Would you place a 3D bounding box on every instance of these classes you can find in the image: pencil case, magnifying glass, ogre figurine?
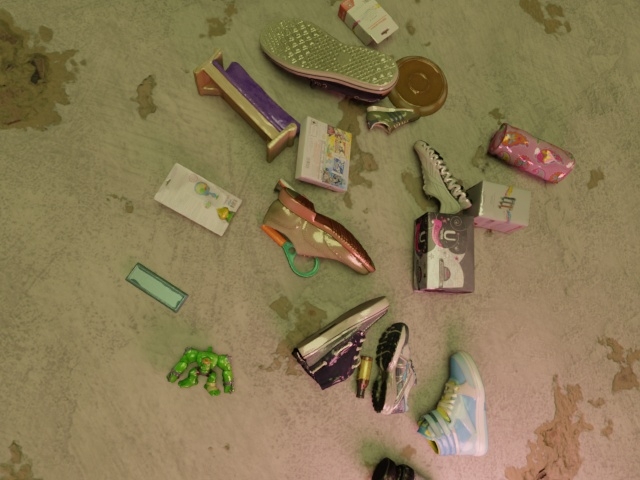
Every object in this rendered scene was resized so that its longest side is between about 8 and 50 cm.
[{"bbox_3d":[0.739,-0.304,1.645,0.284,0.124,0.124,22,78,-4],"label":"pencil case"},{"bbox_3d":[-0.100,0.027,1.519,0.231,0.026,0.092,43,78,2],"label":"magnifying glass"},{"bbox_3d":[-0.346,0.383,1.392,0.196,0.097,0.118,15,96,11],"label":"ogre figurine"}]

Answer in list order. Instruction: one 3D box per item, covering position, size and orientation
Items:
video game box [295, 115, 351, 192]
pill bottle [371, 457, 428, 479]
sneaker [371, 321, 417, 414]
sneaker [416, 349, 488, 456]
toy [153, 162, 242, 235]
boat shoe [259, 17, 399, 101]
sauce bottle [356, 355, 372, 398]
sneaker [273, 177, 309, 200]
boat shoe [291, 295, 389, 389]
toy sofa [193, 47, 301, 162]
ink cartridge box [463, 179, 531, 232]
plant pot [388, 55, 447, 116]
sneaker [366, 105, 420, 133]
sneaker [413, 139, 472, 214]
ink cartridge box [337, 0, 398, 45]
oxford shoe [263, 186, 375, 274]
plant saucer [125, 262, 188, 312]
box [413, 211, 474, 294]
[{"bbox_3d":[0.013,-0.279,1.538,0.187,0.048,0.205,13,77,-32],"label":"video game box"},{"bbox_3d":[0.264,0.747,1.387,0.219,0.123,0.123,35,77,0],"label":"pill bottle"},{"bbox_3d":[0.243,0.401,1.472,0.122,0.110,0.283,17,80,-22],"label":"sneaker"},{"bbox_3d":[0.391,0.509,1.446,0.208,0.127,0.319,-4,80,-9],"label":"sneaker"},{"bbox_3d":[-0.387,-0.125,1.494,0.237,0.056,0.137,29,74,-7],"label":"toy"},{"bbox_3d":[0.023,-0.598,1.588,0.499,0.156,0.187,23,83,9],"label":"boat shoe"},{"bbox_3d":[0.134,0.427,1.468,0.042,0.042,0.128,14,77,-5],"label":"sauce bottle"},{"bbox_3d":[-0.089,-0.133,1.543,0.158,0.061,0.065,45,105,3],"label":"sneaker"},{"bbox_3d":[0.092,0.318,1.453,0.340,0.127,0.158,-31,91,-4],"label":"boat shoe"},{"bbox_3d":[-0.224,-0.448,1.524,0.177,0.150,0.362,-44,88,-12],"label":"toy sofa"},{"bbox_3d":[0.593,-0.110,1.581,0.176,0.128,0.128,12,78,-6],"label":"ink cartridge box"},{"bbox_3d":[0.349,-0.560,1.680,0.236,0.032,0.237,1,79,-8],"label":"plant pot"},{"bbox_3d":[0.251,-0.412,1.628,0.192,0.064,0.086,4,87,-7],"label":"sneaker"},{"bbox_3d":[0.388,-0.212,1.589,0.118,0.110,0.292,-36,72,23],"label":"sneaker"},{"bbox_3d":[0.171,-0.786,1.679,0.115,0.067,0.198,-40,85,-12],"label":"ink cartridge box"},{"bbox_3d":[0.000,0.000,1.491,0.397,0.140,0.146,38,104,-10],"label":"oxford shoe"},{"bbox_3d":[-0.506,0.145,1.449,0.192,0.018,0.067,33,77,0],"label":"plant saucer"},{"bbox_3d":[0.396,0.044,1.520,0.163,0.142,0.248,5,79,-7],"label":"box"}]
